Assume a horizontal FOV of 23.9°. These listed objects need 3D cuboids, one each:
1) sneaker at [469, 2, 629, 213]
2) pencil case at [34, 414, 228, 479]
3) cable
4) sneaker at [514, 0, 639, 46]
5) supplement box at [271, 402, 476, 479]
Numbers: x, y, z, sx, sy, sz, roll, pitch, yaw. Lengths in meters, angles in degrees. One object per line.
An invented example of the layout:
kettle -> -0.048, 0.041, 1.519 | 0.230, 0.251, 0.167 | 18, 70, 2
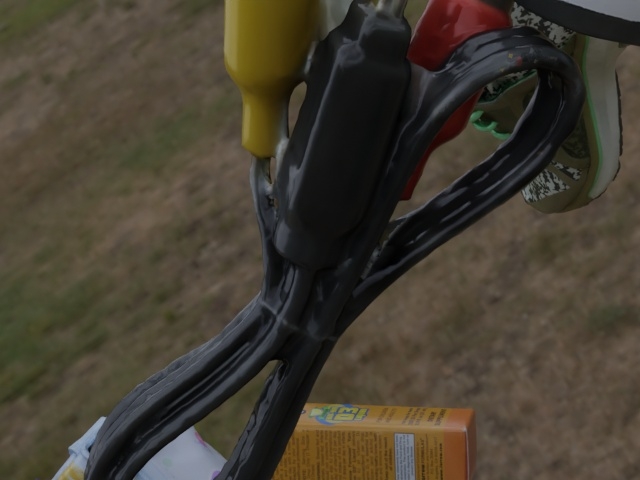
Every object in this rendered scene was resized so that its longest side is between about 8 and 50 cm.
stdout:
sneaker -> 0.171, -0.154, 1.373 | 0.182, 0.410, 0.158 | -15, 57, -4
pencil case -> -0.050, 0.214, 0.945 | 0.113, 0.273, 0.124 | -43, -10, -31
cable -> 0.000, 0.000, 0.579 | 0.072, 0.140, 0.287 | -114, 42, -59
sneaker -> 0.200, -0.178, 0.547 | 0.296, 0.178, 0.124 | -18, 37, -28
supplement box -> 0.051, 0.226, 1.657 | 0.234, 0.080, 0.078 | -1, 11, 13
